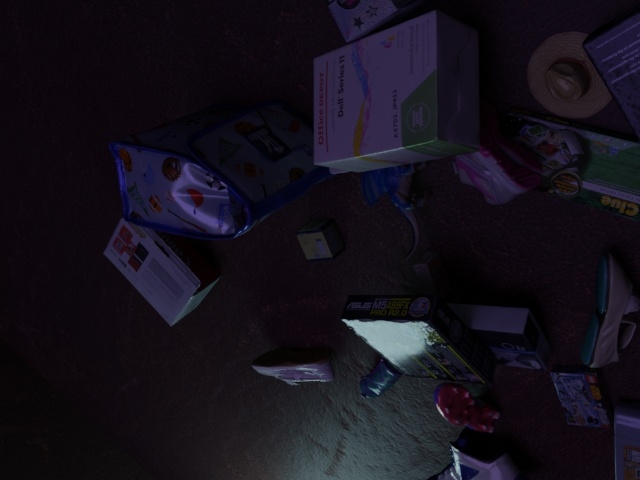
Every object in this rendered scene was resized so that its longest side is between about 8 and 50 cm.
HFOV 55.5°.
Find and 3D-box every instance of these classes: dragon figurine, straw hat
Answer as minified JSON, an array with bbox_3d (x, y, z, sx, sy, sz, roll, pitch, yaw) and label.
[{"bbox_3d":[0.141,-0.115,1.230,0.144,0.085,0.288,10,119,36],"label":"dragon figurine"},{"bbox_3d":[0.390,-0.252,0.963,0.145,0.061,0.144,21,129,27],"label":"straw hat"}]

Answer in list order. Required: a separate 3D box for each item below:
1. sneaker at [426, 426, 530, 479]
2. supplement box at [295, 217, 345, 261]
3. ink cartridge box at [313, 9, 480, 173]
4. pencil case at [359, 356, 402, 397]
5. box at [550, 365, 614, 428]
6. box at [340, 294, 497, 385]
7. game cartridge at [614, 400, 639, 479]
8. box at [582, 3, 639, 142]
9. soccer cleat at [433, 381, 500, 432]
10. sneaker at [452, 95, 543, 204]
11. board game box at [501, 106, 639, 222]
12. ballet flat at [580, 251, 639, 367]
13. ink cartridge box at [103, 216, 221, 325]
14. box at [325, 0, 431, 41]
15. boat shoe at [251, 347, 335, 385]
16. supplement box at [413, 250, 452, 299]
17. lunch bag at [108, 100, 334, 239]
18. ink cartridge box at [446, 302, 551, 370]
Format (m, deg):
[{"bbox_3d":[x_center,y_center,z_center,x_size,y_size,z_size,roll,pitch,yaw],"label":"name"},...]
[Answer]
[{"bbox_3d":[0.364,0.544,1.481,0.315,0.128,0.182,-35,79,53],"label":"sneaker"},{"bbox_3d":[0.000,0.000,1.440,0.083,0.056,0.083,-7,113,41],"label":"supplement box"},{"bbox_3d":[0.096,-0.236,1.064,0.354,0.119,0.206,-4,85,49],"label":"ink cartridge box"},{"bbox_3d":[0.154,0.343,1.540,0.070,0.064,0.151,31,134,-3],"label":"pencil case"},{"bbox_3d":[0.539,0.320,1.246,0.094,0.027,0.136,-7,113,43],"label":"box"},{"bbox_3d":[0.202,0.202,1.238,0.216,0.060,0.270,-6,141,42],"label":"box"},{"bbox_3d":[0.692,0.460,1.201,0.198,0.062,0.297,8,122,40],"label":"game cartridge"},{"bbox_3d":[0.497,-0.241,0.851,0.153,0.108,0.207,-27,100,45],"label":"box"},{"bbox_3d":[0.308,0.367,1.353,0.248,0.083,0.095,32,168,-40],"label":"soccer cleat"},{"bbox_3d":[0.267,-0.161,1.066,0.252,0.103,0.111,60,150,22],"label":"sneaker"},{"bbox_3d":[0.432,-0.132,1.033,0.260,0.030,0.136,22,127,26],"label":"board game box"},{"bbox_3d":[0.532,0.129,1.101,0.086,0.086,0.248,17,128,30],"label":"ballet flat"},{"bbox_3d":[-0.455,0.053,1.784,0.309,0.130,0.272,47,134,3],"label":"ink cartridge box"},{"bbox_3d":[0.136,-0.442,0.964,0.247,0.163,0.142,-21,102,45],"label":"box"},{"bbox_3d":[-0.080,0.367,1.716,0.277,0.098,0.096,-8,112,40],"label":"boat shoe"},{"bbox_3d":[0.241,0.079,1.299,0.036,0.062,0.098,-5,115,41],"label":"supplement box"},{"bbox_3d":[-0.194,-0.156,1.303,0.386,0.328,0.238,15,124,33],"label":"lunch bag"},{"bbox_3d":[0.296,0.195,1.287,0.333,0.065,0.165,1,146,40],"label":"ink cartridge box"}]
